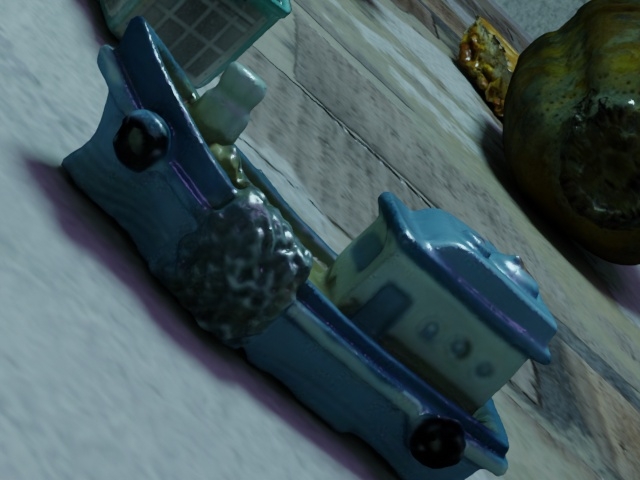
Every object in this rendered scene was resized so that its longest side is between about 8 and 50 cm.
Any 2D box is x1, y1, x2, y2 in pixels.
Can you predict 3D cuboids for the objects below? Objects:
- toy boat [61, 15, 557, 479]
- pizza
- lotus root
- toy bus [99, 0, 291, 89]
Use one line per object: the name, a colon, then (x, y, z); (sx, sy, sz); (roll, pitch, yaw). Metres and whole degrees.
toy boat: (0.000, 0.000, 0.637); (0.238, 0.098, 0.109); (40, 12, -15)
pizza: (0.224, -0.179, 1.808); (0.127, 0.058, 0.246); (28, 24, -52)
lotus root: (0.298, -0.109, 1.505); (0.250, 0.250, 0.346); (44, 19, -4)
toy bus: (-0.093, -0.198, 0.901); (0.091, 0.109, 0.261); (36, 19, -36)
